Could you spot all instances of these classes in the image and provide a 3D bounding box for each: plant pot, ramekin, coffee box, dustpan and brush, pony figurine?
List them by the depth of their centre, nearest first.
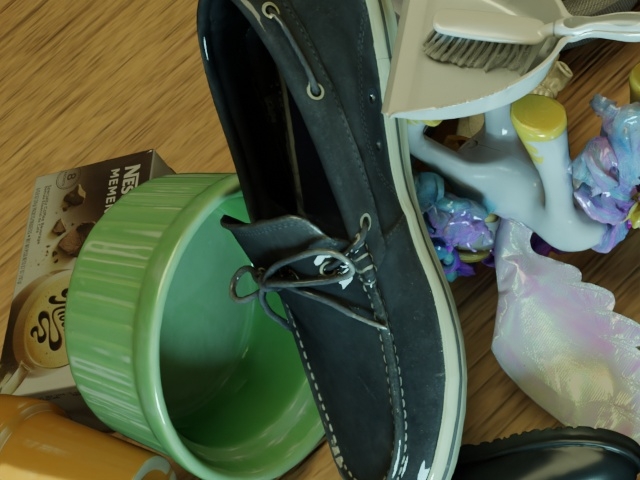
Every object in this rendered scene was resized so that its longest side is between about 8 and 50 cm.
[{"bbox_3d":[0.159,-0.156,0.883,0.211,0.060,0.147,7,61,10],"label":"dustpan and brush"},{"bbox_3d":[0.219,-0.033,1.053,0.351,0.363,0.303,29,66,21],"label":"pony figurine"},{"bbox_3d":[-0.102,0.074,1.130,0.148,0.303,0.303,9,62,39],"label":"ramekin"},{"bbox_3d":[-0.250,0.263,1.135,0.188,0.205,0.205,4,60,20],"label":"plant pot"},{"bbox_3d":[-0.247,0.059,1.318,0.168,0.119,0.297,-11,55,20],"label":"coffee box"}]

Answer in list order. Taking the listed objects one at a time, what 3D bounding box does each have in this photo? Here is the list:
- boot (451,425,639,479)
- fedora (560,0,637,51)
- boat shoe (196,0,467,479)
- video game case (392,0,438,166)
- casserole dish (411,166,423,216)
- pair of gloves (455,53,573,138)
[{"bbox_3d":[0.157,0.276,0.990,0.246,0.094,0.207,-13,50,26],"label":"boot"},{"bbox_3d":[0.274,-0.303,1.307,0.244,0.124,0.275,27,70,35],"label":"fedora"},{"bbox_3d":[0.000,0.000,0.980,0.156,0.500,0.187,-15,9,-36],"label":"boat shoe"},{"bbox_3d":[0.043,-0.220,1.264,0.274,0.026,0.196,46,118,28],"label":"video game case"},{"bbox_3d":[0.044,-0.061,1.313,0.114,0.037,0.188,-48,52,-10],"label":"casserole dish"},{"bbox_3d":[0.137,-0.166,1.232,0.240,0.042,0.204,48,123,21],"label":"pair of gloves"}]
